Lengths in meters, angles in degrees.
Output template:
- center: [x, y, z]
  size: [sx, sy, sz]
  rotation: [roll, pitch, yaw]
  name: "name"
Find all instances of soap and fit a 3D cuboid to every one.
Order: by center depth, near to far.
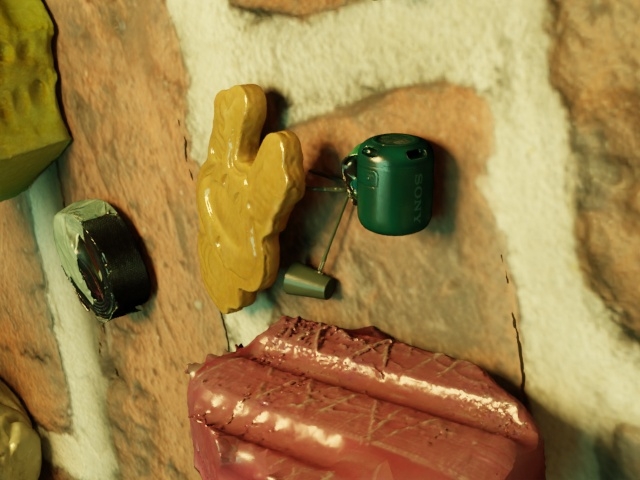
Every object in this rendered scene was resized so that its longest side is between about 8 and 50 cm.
- center: [0.033, 0.173, 0.798]
  size: [0.325, 0.220, 0.127]
  rotation: [12, 123, 41]
  name: "soap"

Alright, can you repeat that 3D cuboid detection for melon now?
- center: [-0.422, -0.138, 1.032]
  size: [0.226, 0.343, 0.331]
  rotation: [29, 122, 29]
  name: "melon"

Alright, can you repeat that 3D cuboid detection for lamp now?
- center: [0.000, 0.001, 0.890]
  size: [0.054, 0.041, 0.121]
  rotation: [18, 120, 25]
  name: "lamp"

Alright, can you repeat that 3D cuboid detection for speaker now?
- center: [0.055, -0.050, 0.806]
  size: [0.094, 0.060, 0.075]
  rotation: [-120, 28, -65]
  name: "speaker"

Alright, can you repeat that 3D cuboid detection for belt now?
- center: [-0.241, 0.021, 1.116]
  size: [0.105, 0.058, 0.140]
  rotation: [-21, 95, 53]
  name: "belt"

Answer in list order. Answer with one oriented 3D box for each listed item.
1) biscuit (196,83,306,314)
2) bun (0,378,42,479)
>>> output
- center: [-0.076, -0.027, 0.928]
  size: [0.144, 0.040, 0.236]
  rotation: [61, 144, 37]
  name: "biscuit"
- center: [-0.517, 0.285, 1.390]
  size: [0.360, 0.211, 0.359]
  rotation: [25, 133, 31]
  name: "bun"
